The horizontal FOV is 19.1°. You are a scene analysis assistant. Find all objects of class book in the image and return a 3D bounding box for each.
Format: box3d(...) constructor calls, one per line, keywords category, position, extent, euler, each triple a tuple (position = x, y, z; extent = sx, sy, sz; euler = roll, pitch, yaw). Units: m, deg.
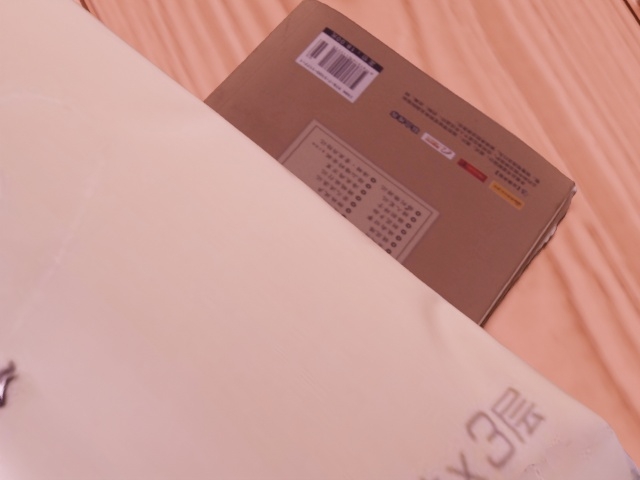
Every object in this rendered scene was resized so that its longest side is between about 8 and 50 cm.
box3d(category="book", position=(0.000, 0.000, 0.714), extent=(0.138, 0.016, 0.198), euler=(37, 51, 5))

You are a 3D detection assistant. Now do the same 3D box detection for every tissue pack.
box3d(category="tissue pack", position=(-0.167, 0.116, 0.444), extent=(0.332, 0.205, 0.405), euler=(39, 50, 12))
